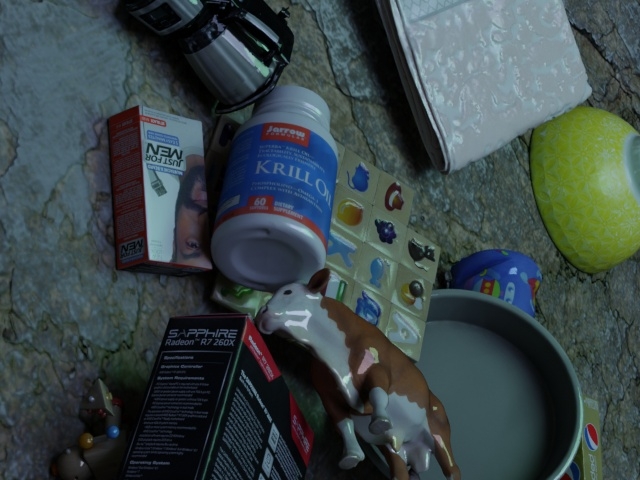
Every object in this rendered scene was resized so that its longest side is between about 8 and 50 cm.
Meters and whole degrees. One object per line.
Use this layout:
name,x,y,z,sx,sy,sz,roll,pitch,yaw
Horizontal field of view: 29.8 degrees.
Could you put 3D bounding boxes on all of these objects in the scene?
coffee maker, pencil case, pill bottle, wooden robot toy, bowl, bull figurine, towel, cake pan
coffee maker,-0.124,-0.259,1.365,0.178,0.120,0.171,48,20,-30
pencil case,0.212,0.150,1.601,0.119,0.133,0.306,95,9,-56
pill bottle,-0.045,-0.063,1.318,0.124,0.124,0.221,40,40,-35
wooden robot toy,-0.210,0.203,1.125,0.076,0.079,0.173,-110,-177,-51
bowl,0.491,-0.101,2.002,0.289,0.156,0.289,22,60,-45
bull figurine,0.052,0.166,1.270,0.310,0.101,0.188,42,24,-39
towel,0.238,-0.295,1.717,0.332,0.053,0.317,-28,104,-33
cake pan,0.171,0.198,1.461,0.293,0.054,0.293,4,58,-6

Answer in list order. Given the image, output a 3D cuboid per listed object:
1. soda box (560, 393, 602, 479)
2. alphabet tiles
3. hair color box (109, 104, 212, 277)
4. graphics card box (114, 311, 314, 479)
soda box,0.378,0.322,1.786,0.058,0.061,0.181,24,59,-43
alphabet tiles,0.000,0.000,1.423,0.342,0.011,0.285,31,53,-24
hair color box,-0.168,-0.050,1.266,0.093,0.053,0.167,10,71,-50
graphics card box,-0.110,0.281,1.112,0.233,0.094,0.371,67,28,-47
